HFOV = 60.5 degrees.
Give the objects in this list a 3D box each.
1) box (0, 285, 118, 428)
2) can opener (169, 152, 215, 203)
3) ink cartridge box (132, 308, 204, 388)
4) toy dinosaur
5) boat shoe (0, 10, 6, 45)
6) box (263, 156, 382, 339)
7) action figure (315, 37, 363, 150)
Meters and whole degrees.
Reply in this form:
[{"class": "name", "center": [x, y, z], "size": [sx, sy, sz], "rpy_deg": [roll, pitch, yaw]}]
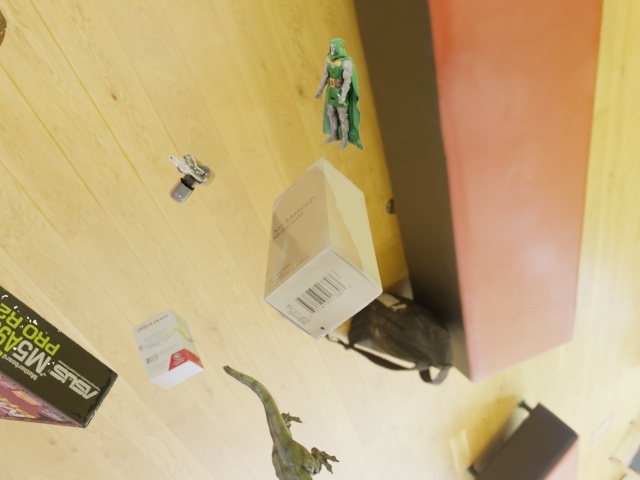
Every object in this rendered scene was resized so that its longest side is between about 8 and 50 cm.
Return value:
[{"class": "box", "center": [-0.355, 0.078, 0.511], "size": [0.270, 0.216, 0.060], "rpy_deg": [52, 45, -31]}, {"class": "can opener", "center": [-0.275, -0.136, 1.148], "size": [0.074, 0.280, 0.093], "rpy_deg": [39, 93, -9]}, {"class": "ink cartridge box", "center": [-0.443, 0.316, 1.602], "size": [0.128, 0.176, 0.127], "rpy_deg": [-27, 153, -2]}, {"class": "toy dinosaur", "center": [-0.037, 0.276, 0.716], "size": [0.064, 0.268, 0.118], "rpy_deg": [-30, 166, 13]}, {"class": "boat shoe", "center": [-0.389, -0.177, 0.418], "size": [0.120, 0.122, 0.324], "rpy_deg": [-32, -175, 32]}, {"class": "box", "center": [0.000, 0.000, 0.940], "size": [0.148, 0.311, 0.121], "rpy_deg": [-41, 115, 20]}, {"class": "action figure", "center": [0.037, -0.317, 1.185], "size": [0.063, 0.137, 0.232], "rpy_deg": [-28, 130, -35]}]
